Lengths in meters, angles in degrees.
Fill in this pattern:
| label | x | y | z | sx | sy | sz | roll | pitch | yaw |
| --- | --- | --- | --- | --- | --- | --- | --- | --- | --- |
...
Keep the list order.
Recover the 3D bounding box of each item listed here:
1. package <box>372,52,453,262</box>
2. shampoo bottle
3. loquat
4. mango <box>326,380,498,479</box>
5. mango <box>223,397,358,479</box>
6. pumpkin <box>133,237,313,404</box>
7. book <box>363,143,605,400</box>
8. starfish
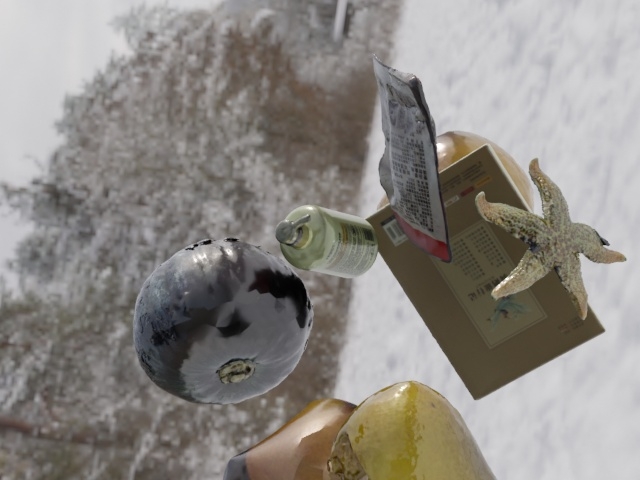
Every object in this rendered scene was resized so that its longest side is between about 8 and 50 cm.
| label | x | y | z | sx | sy | sz | roll | pitch | yaw |
| --- | --- | --- | --- | --- | --- | --- | --- | --- | --- |
| package | 0.103 | -0.099 | 1.399 | 0.154 | 0.030 | 0.239 | -136 | 33 | -61 |
| shampoo bottle | 0.000 | 0.000 | 1.397 | 0.162 | 0.079 | 0.079 | 12 | -96 | -56 |
| loquat | 0.237 | -0.047 | 2.019 | 0.284 | 0.276 | 0.276 | -75 | -7 | -79 |
| mango | 0.083 | 0.243 | 0.952 | 0.130 | 0.167 | 0.262 | -79 | -30 | -76 |
| mango | 0.034 | 0.298 | 1.134 | 0.201 | 0.287 | 0.152 | -51 | -12 | 26 |
| pumpkin | -0.121 | 0.106 | 1.464 | 0.233 | 0.233 | 0.163 | 100 | 156 | -45 |
| book | 0.226 | 0.049 | 1.635 | 0.310 | 0.217 | 0.021 | 57 | -161 | -4 |
| starfish | 0.258 | 0.012 | 1.364 | 0.176 | 0.208 | 0.053 | -48 | 9 | -17 |
